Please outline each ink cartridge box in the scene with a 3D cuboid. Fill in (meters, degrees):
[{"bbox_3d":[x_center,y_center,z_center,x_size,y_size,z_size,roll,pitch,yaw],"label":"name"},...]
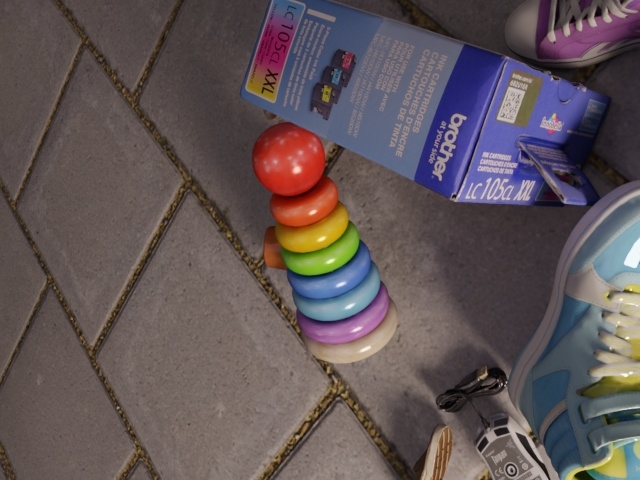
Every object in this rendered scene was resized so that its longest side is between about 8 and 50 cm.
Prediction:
[{"bbox_3d":[0.140,-0.155,0.811,0.395,0.270,0.151,30,110,38],"label":"ink cartridge box"}]

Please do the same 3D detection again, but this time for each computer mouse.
[{"bbox_3d":[0.229,0.257,0.884,0.106,0.042,0.193,-43,57,27],"label":"computer mouse"}]

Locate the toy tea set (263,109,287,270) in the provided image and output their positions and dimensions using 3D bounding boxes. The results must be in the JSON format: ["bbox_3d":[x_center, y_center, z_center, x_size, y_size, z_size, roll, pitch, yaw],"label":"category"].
[{"bbox_3d":[-0.012,-0.118,1.030,0.124,0.200,0.336,2,109,7],"label":"toy tea set"}]

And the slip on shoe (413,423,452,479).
[{"bbox_3d":[0.144,0.308,0.952,0.041,0.051,0.136,17,108,37],"label":"slip on shoe"}]

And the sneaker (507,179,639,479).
[{"bbox_3d":[0.305,0.116,0.693,0.208,0.127,0.319,-100,19,-59],"label":"sneaker"}]

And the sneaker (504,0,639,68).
[{"bbox_3d":[0.304,-0.259,0.739,0.282,0.161,0.102,1,86,41],"label":"sneaker"}]

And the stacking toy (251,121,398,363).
[{"bbox_3d":[0.000,0.000,0.914,0.141,0.141,0.330,14,136,40],"label":"stacking toy"}]
